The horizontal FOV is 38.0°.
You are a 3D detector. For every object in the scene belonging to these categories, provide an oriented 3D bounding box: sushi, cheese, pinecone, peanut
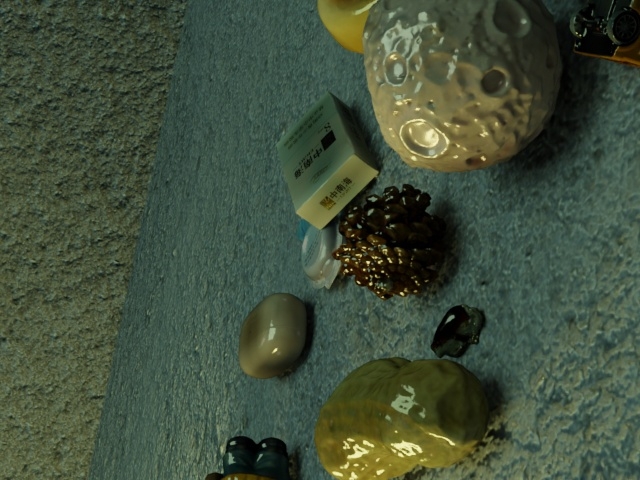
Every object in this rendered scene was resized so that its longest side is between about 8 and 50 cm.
[{"bbox_3d":[0.173,0.121,1.197,0.083,0.046,0.044,-63,26,29],"label":"sushi"},{"bbox_3d":[0.000,0.000,1.685,0.135,0.052,0.244,-63,24,23],"label":"cheese"},{"bbox_3d":[0.104,-0.003,1.310,0.173,0.174,0.173,-166,90,-68],"label":"pinecone"},{"bbox_3d":[0.097,0.221,1.192,0.291,0.143,0.159,-37,54,54],"label":"peanut"}]

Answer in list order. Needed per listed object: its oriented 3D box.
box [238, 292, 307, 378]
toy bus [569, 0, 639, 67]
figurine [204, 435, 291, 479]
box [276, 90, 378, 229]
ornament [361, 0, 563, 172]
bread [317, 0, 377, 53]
[{"bbox_3d":[-0.091,0.181,1.747,0.200,0.088,0.145,135,144,-54],"label":"box"},{"bbox_3d":[0.341,-0.283,0.979,0.083,0.088,0.194,-137,61,-65],"label":"toy bus"},{"bbox_3d":[-0.117,0.479,1.517,0.204,0.185,0.332,95,177,-64],"label":"figurine"},{"bbox_3d":[0.007,-0.149,1.676,0.155,0.067,0.243,-45,32,21],"label":"box"},{"bbox_3d":[0.175,-0.213,1.128,0.259,0.225,0.259,-10,-90,-75],"label":"ornament"},{"bbox_3d":[0.118,-0.484,1.371,0.424,0.245,0.329,-63,16,-15],"label":"bread"}]
